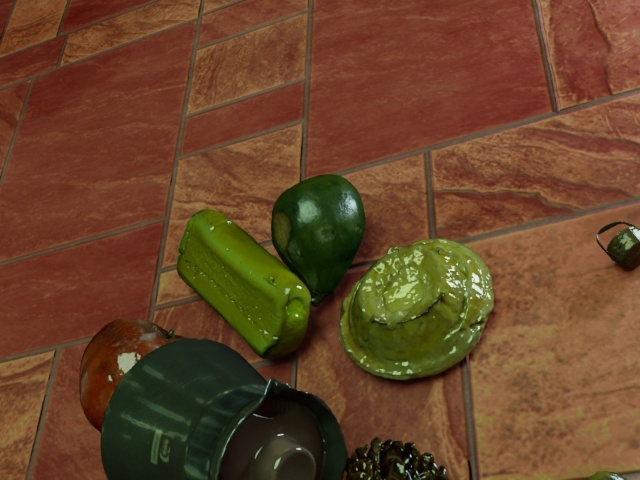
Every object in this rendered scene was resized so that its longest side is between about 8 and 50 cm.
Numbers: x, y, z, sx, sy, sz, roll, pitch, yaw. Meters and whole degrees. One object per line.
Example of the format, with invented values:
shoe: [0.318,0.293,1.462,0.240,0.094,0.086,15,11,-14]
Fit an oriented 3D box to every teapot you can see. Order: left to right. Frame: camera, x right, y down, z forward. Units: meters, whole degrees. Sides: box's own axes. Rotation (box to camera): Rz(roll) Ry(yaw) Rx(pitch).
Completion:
teapot: [-0.146,0.354,1.409,0.305,0.376,0.361,-9,8,-36]

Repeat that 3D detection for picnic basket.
picnic basket: [0.498,0.000,1.505,0.072,0.072,0.083,-33,45,2]

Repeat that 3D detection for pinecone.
pinecone: [0.114,0.374,1.365,0.173,0.174,0.174,-15,49,18]

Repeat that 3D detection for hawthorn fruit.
hawthorn fruit: [-0.331,0.283,1.650,0.241,0.242,0.272,20,88,39]

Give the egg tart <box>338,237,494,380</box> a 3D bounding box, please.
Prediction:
egg tart: [0.155,0.103,1.585,0.290,0.115,0.290,-16,47,18]

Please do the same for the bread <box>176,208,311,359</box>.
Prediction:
bread: [-0.145,0.078,1.760,0.383,0.112,0.166,37,112,43]

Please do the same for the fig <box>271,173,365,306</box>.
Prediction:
fig: [0.000,0.000,1.731,0.195,0.195,0.245,-13,85,20]

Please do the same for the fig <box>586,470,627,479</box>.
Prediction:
fig: [0.378,0.395,1.217,0.165,0.144,0.154,-29,82,17]
